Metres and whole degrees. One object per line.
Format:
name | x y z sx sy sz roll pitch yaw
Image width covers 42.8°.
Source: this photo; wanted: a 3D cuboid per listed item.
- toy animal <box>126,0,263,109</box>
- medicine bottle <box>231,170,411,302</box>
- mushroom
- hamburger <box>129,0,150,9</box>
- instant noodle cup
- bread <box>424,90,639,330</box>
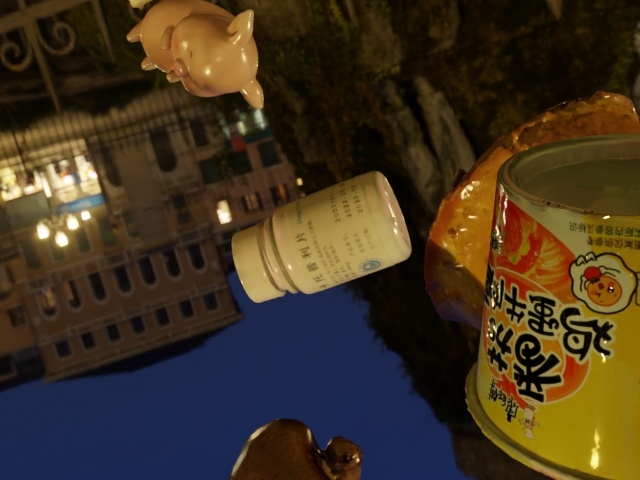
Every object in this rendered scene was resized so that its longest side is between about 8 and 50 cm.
toy animal | -0.203 -0.330 1.401 0.250 0.166 0.154 33 -109 34
medicine bottle | 0.000 0.000 1.437 0.293 0.170 0.170 -19 -172 12
mushroom | -0.022 0.317 0.909 0.138 0.194 0.231 -9 -143 -39
hamburger | -0.123 -0.276 0.534 0.155 0.207 0.135 -21 155 4
instant noodle cup | 0.238 0.038 0.631 0.264 0.200 0.264 -6 -159 2
bread | 0.308 -0.001 1.053 0.337 0.358 0.204 -15 -135 -23
